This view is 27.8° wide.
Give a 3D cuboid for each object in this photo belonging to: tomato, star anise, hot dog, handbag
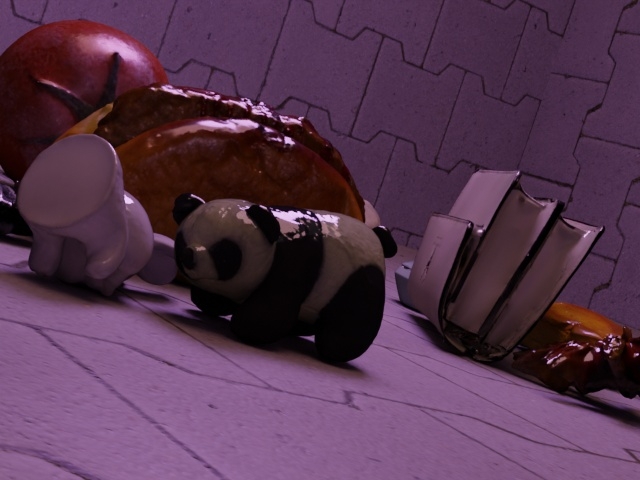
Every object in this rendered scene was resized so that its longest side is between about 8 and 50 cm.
[{"bbox_3d":[-0.339,-0.178,1.804,0.265,0.265,0.265,19,3,-1],"label":"tomato"},{"bbox_3d":[0.372,0.147,1.575,0.288,0.088,0.288,-2,-10,0],"label":"star anise"},{"bbox_3d":[-0.117,-0.059,1.480,0.405,0.223,0.185,17,1,-29],"label":"hot dog"},{"bbox_3d":[0.230,0.030,1.792,0.160,0.237,0.358,30,2,-4],"label":"handbag"}]

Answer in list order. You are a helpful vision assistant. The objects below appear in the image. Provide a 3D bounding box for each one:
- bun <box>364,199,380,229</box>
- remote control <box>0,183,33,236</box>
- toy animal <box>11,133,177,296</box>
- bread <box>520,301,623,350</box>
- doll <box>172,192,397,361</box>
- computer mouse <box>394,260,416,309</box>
[{"bbox_3d":[0.000,0.000,2.108,0.222,0.127,0.222,-6,6,1],"label":"bun"},{"bbox_3d":[-0.395,-0.051,1.278,0.266,0.066,0.090,22,15,-26],"label":"remote control"},{"bbox_3d":[-0.193,0.012,1.194,0.103,0.131,0.221,-13,-31,10],"label":"toy animal"},{"bbox_3d":[0.372,0.146,1.936,0.102,0.094,0.245,12,6,-20],"label":"bread"},{"bbox_3d":[-0.039,0.030,1.227,0.234,0.135,0.143,12,4,-32],"label":"doll"},{"bbox_3d":[0.257,0.094,2.107,0.288,0.097,0.159,17,1,-17],"label":"computer mouse"}]
